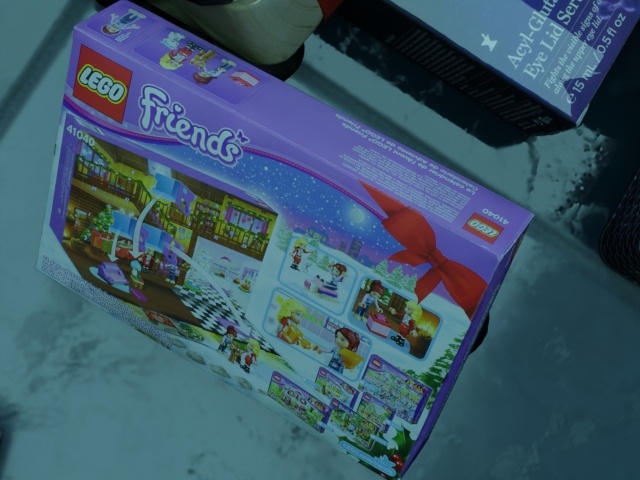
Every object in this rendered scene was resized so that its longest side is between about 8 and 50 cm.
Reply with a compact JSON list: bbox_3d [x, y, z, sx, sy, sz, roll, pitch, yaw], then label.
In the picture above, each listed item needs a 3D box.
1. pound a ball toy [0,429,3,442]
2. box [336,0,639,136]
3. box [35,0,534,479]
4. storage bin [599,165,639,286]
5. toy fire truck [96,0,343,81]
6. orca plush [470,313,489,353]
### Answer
[{"bbox_3d":[-0.354,0.256,0.814,0.208,0.136,0.319,17,87,-7],"label":"pound a ball toy"},{"bbox_3d":[0.119,-0.192,0.892,0.207,0.108,0.153,30,87,-7],"label":"box"},{"bbox_3d":[-0.037,0.002,0.795,0.293,0.057,0.201,29,129,12],"label":"box"},{"bbox_3d":[0.305,-0.035,0.929,0.122,0.084,0.180,31,85,-6],"label":"storage bin"},{"bbox_3d":[-0.048,-0.260,0.813,0.217,0.158,0.246,33,76,31],"label":"toy fire truck"},{"bbox_3d":[0.000,0.000,0.878,0.287,0.102,0.151,44,85,-5],"label":"orca plush"}]
